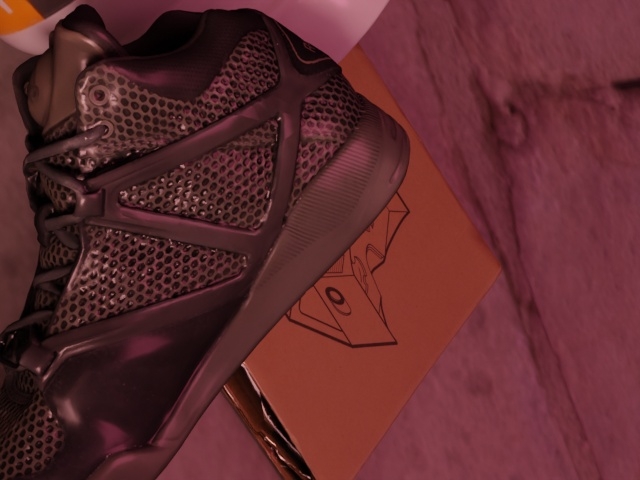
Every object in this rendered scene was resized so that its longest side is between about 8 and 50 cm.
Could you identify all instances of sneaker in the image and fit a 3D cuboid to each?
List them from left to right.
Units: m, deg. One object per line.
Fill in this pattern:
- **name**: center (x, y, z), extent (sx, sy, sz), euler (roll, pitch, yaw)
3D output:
- **sneaker**: center (-0.082, 0.008, 0.642), extent (0.130, 0.087, 0.227), euler (43, 80, -23)

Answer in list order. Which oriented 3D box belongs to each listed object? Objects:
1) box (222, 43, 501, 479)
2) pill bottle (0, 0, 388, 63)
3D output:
- **box**: center (0.000, 0.000, 0.850), extent (0.164, 0.021, 0.201), euler (56, 38, -11)
- **pill bottle**: center (-0.103, -0.171, 0.705), extent (0.278, 0.162, 0.162), euler (47, 41, -22)
